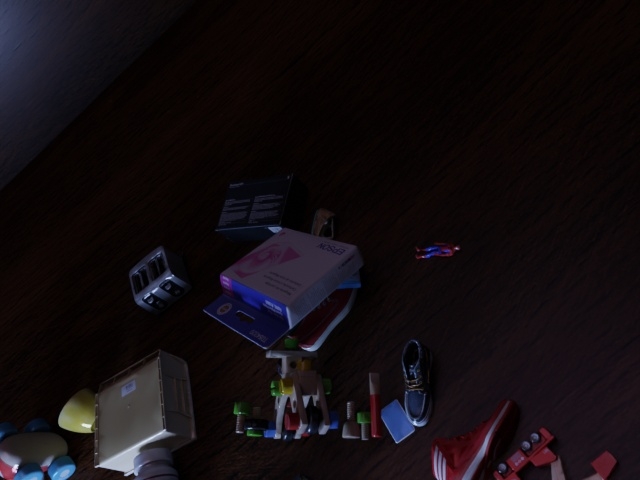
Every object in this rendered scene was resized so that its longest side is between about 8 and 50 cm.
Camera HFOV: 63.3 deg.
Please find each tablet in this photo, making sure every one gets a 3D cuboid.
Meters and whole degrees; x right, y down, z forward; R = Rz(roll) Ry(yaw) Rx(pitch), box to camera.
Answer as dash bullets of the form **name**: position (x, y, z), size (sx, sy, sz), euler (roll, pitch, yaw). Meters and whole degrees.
- **tablet**: position (0.175, 0.413, 1.188), size (0.054, 0.006, 0.083), euler (-39, 50, 7)

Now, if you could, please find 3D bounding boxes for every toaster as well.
- **toaster**: position (-0.539, 0.127, 1.752), size (0.168, 0.110, 0.185), euler (-37, 49, 8)

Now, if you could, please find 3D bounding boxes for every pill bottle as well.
- **pill bottle**: position (-0.424, 0.668, 1.347), size (0.121, 0.121, 0.221), euler (-34, 50, 12)

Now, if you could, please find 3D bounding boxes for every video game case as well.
- **video game case**: position (0.043, 0.078, 1.387), size (0.119, 0.015, 0.166), euler (-3, 28, 1)

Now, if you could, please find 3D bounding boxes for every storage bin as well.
- **storage bin**: position (-0.515, 0.496, 1.510), size (0.262, 0.123, 0.260), euler (-31, 50, 14)

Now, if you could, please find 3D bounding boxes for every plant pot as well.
- **plant pot**: position (-0.732, 0.547, 1.627), size (0.095, 0.134, 0.134), euler (25, 77, 15)

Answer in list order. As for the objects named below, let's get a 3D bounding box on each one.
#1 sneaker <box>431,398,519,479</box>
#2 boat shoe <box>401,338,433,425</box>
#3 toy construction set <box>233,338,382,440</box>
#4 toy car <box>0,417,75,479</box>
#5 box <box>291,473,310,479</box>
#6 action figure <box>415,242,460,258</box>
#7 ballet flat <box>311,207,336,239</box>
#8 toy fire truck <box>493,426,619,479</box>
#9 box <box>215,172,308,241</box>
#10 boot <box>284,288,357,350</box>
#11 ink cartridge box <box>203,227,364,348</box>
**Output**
- **sneaker**: position (0.303, 0.403, 1.061), size (0.128, 0.087, 0.221), euler (17, 60, 48)
- **boat shoe**: position (0.212, 0.317, 1.169), size (0.065, 0.083, 0.183), euler (-8, 59, 29)
- **toy construction set**: position (-0.015, 0.335, 1.210), size (0.309, 0.257, 0.237), euler (-2, 64, 6)
- **toy car**: position (-0.926, 0.721, 1.605), size (0.219, 0.210, 0.238), euler (34, 97, 30)
- **box**: position (-0.087, 0.674, 1.176), size (0.233, 0.044, 0.159), euler (-43, 49, 4)
- **action figure**: position (0.300, 0.025, 1.325), size (0.115, 0.030, 0.038), euler (-7, 55, 27)
- **ballet flat**: position (0.000, 0.000, 1.509), size (0.067, 0.073, 0.206), euler (8, 71, 20)
- **toy fire truck**: position (0.440, 0.432, 0.978), size (0.192, 0.047, 0.135), euler (-45, 50, 3)
- **box**: position (-0.188, -0.101, 1.666), size (0.261, 0.103, 0.184), euler (-3, 65, 32)
- **boot**: position (-0.010, 0.158, 1.347), size (0.088, 0.176, 0.244), euler (28, 79, 42)
- **ink cartridge box**: position (-0.112, 0.099, 1.323), size (0.330, 0.071, 0.324), euler (-38, 31, -27)
